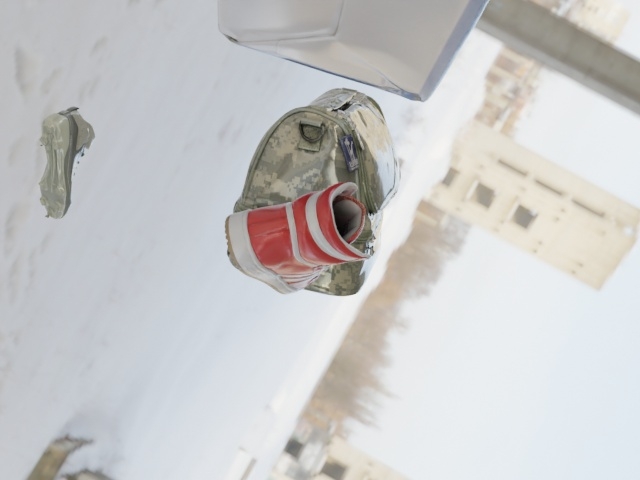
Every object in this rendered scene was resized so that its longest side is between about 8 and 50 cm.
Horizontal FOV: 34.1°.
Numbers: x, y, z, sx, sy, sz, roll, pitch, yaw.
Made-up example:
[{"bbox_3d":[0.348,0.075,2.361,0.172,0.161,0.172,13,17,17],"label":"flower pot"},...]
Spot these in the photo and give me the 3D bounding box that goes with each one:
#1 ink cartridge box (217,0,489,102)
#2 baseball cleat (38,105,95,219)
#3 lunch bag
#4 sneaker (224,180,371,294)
[{"bbox_3d":[0.073,-0.312,0.576,0.270,0.151,0.396,119,-11,-79],"label":"ink cartridge box"},{"bbox_3d":[-0.434,-0.134,1.811,0.109,0.072,0.206,-36,148,-45],"label":"baseball cleat"},{"bbox_3d":[0.002,-0.086,1.525,0.305,0.212,0.256,-52,152,-71],"label":"lunch bag"},{"bbox_3d":[0.000,0.000,0.555,0.118,0.067,0.042,19,57,-74],"label":"sneaker"}]
